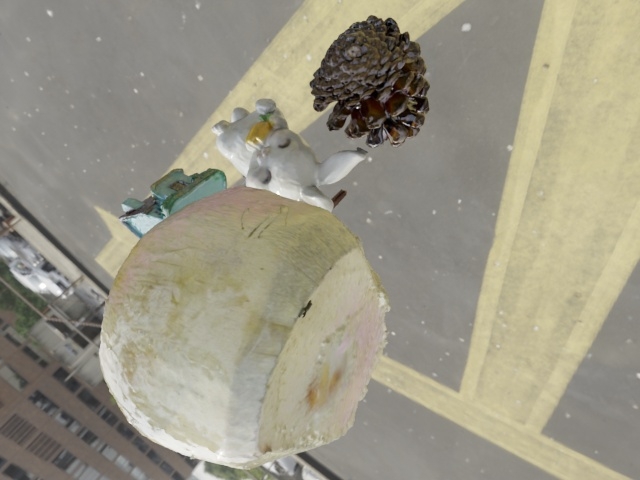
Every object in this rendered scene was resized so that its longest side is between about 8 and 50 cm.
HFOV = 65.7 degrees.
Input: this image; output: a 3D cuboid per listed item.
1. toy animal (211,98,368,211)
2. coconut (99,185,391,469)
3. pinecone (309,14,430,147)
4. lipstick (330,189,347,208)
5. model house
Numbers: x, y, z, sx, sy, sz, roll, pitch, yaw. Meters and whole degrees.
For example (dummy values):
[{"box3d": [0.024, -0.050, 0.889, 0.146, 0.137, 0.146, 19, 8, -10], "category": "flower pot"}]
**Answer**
[{"box3d": [-0.076, -0.161, 0.994, 0.325, 0.208, 0.154, 23, 160, 21], "category": "toy animal"}, {"box3d": [-0.123, 0.117, 0.719, 0.405, 0.404, 0.404, 28, 148, 19], "category": "coconut"}, {"box3d": [0.119, -0.301, 1.029, 0.246, 0.246, 0.292, 14, 169, 38], "category": "pinecone"}, {"box3d": [0.005, -0.057, 1.060, 0.027, 0.176, 0.027, 27, 143, 23], "category": "lipstick"}, {"box3d": [-0.484, -0.133, 1.606, 0.249, 0.280, 0.230, 25, 135, 19], "category": "model house"}]
